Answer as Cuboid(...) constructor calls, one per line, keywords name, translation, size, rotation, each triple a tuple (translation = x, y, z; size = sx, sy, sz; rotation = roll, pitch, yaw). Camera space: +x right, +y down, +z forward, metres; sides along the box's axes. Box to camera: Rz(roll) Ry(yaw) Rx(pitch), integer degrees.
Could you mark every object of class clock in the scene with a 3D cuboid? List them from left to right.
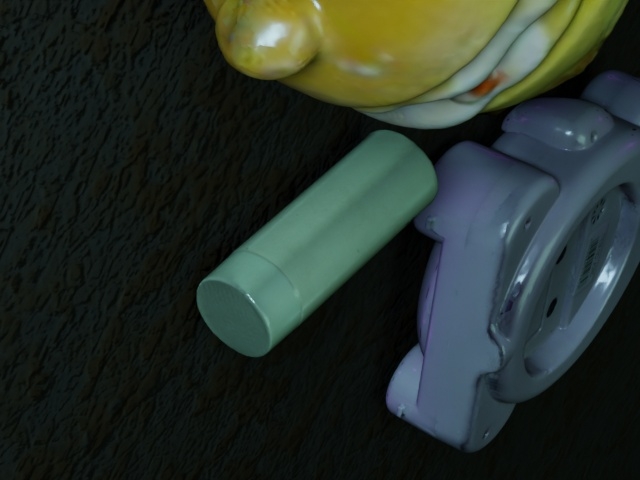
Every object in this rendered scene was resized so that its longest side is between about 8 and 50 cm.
Cuboid(name="clock", translation=(0.194, 0.007, 1.728), size=(0.322, 0.113, 0.295), rotation=(-38, 146, -42))

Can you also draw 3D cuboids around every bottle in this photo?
Cuboid(name="bottle", translation=(0.000, 0.000, 1.410), size=(0.201, 0.072, 0.072), rotation=(-42, 148, -35))

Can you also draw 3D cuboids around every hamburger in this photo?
Cuboid(name="hamburger", translation=(0.035, -0.202, 1.087), size=(0.237, 0.276, 0.276), rotation=(-4, 120, -48))
